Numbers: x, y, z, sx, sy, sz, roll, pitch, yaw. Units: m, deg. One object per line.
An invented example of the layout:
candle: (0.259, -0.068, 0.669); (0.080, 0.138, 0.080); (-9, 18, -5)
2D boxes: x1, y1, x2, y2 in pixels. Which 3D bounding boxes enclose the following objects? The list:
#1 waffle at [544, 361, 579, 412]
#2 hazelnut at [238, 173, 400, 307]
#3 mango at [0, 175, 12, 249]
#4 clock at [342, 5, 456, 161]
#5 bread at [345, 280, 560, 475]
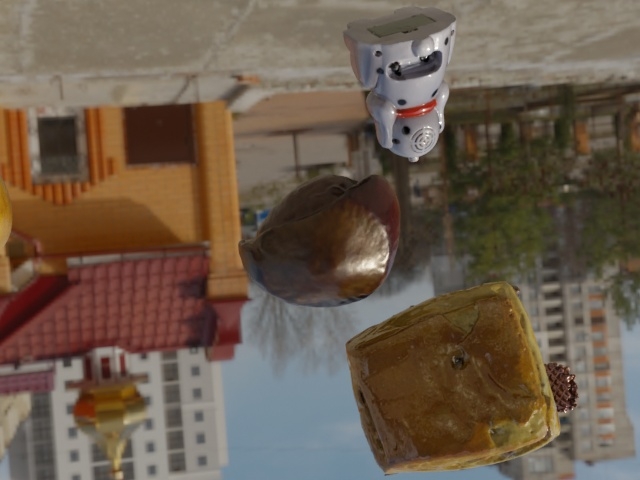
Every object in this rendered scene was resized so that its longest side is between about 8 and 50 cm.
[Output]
waffle: (0.350, 0.220, 1.447); (0.029, 0.075, 0.083); (-8, 179, -35)
hazelnut: (-0.002, -0.001, 1.184); (0.201, 0.161, 0.170); (-3, 160, 13)
mango: (-0.393, -0.064, 1.050); (0.090, 0.178, 0.115); (-26, -166, -34)
clock: (0.146, -0.257, 1.667); (0.188, 0.254, 0.189); (-6, -144, 4)
bread: (0.153, 0.173, 1.171); (0.235, 0.211, 0.099); (-19, 168, 14)
